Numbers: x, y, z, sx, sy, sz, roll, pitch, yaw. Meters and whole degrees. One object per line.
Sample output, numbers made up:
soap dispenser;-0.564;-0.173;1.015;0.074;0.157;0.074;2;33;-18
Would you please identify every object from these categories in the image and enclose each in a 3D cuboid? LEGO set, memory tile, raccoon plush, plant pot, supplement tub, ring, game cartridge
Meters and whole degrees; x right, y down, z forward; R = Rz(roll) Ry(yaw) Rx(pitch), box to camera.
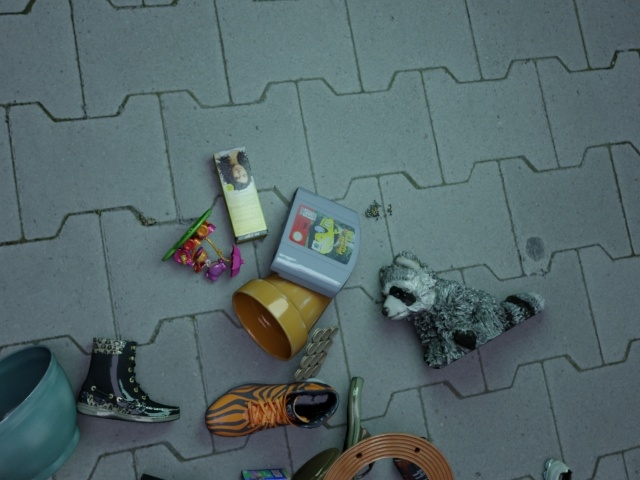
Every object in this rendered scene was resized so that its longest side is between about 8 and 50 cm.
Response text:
LEGO set;0.152;-0.078;1.673;0.083;0.023;0.054;14;81;-23
memory tile;-0.010;0.273;1.523;0.012;0.113;0.148;31;105;28
raccoon plush;0.347;0.140;1.640;0.446;0.216;0.299;-15;69;-43
plant pot;-0.076;0.150;1.508;0.188;0.205;0.205;-39;91;-30
plant pot;-0.636;0.393;1.317;0.293;0.293;0.196;-36;117;-15
supplement tub;0.269;0.597;1.553;0.106;0.106;0.198;-31;89;-15
ring;0.151;0.599;1.454;0.336;0.032;0.337;-2;100;-11
game cartridge;0.000;0.000;1.530;0.196;0.060;0.294;26;42;-11

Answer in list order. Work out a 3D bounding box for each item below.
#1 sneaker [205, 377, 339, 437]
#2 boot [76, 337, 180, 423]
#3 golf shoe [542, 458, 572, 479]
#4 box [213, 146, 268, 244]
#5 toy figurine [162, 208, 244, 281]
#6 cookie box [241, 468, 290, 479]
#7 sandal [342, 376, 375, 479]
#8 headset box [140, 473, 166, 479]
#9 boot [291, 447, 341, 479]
sneaker;-0.108;0.387;1.462;0.320;0.180;0.125;-12;84;-14
boot;-0.432;0.324;1.451;0.236;0.085;0.179;10;78;-10
golf shoe;0.619;0.665;1.629;0.069;0.086;0.176;5;82;-13
box;-0.203;-0.113;1.579;0.087;0.058;0.233;-16;86;-14
toy figurine;-0.270;0.039;1.526;0.159;0.130;0.173;44;97;-13
cookie box;-0.130;0.570;1.477;0.107;0.092;0.040;3;84;-13
sandal;0.103;0.486;1.520;0.086;0.120;0.303;4;80;-1
headset box;-0.328;0.686;1.396;0.246;0.131;0.283;22;77;-9
boot;0.013;0.665;1.490;0.220;0.109;0.283;49;53;-15
